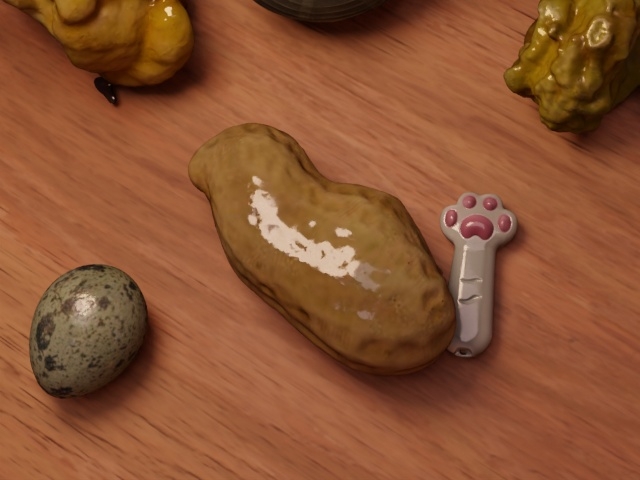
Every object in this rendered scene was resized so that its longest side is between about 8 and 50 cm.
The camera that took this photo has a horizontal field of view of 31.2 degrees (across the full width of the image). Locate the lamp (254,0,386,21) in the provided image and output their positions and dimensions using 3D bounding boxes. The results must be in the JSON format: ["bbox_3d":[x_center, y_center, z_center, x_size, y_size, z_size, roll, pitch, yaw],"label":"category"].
[{"bbox_3d":[0.009,-0.380,1.402,0.265,0.233,0.233,5,75,-4],"label":"lamp"}]

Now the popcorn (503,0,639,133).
[{"bbox_3d":[0.307,-0.227,1.340,0.155,0.197,0.197,42,85,17],"label":"popcorn"}]

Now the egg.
[{"bbox_3d":[-0.281,0.110,1.371,0.132,0.132,0.172,32,92,16],"label":"egg"}]

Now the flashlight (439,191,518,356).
[{"bbox_3d":[0.179,0.039,1.355,0.093,0.047,0.200,6,75,11],"label":"flashlight"}]

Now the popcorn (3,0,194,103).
[{"bbox_3d":[-0.299,-0.352,1.429,0.281,0.316,0.297,-54,44,13],"label":"popcorn"}]

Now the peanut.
[{"bbox_3d":[0.000,0.000,1.334,0.387,0.169,0.192,40,79,18],"label":"peanut"}]
